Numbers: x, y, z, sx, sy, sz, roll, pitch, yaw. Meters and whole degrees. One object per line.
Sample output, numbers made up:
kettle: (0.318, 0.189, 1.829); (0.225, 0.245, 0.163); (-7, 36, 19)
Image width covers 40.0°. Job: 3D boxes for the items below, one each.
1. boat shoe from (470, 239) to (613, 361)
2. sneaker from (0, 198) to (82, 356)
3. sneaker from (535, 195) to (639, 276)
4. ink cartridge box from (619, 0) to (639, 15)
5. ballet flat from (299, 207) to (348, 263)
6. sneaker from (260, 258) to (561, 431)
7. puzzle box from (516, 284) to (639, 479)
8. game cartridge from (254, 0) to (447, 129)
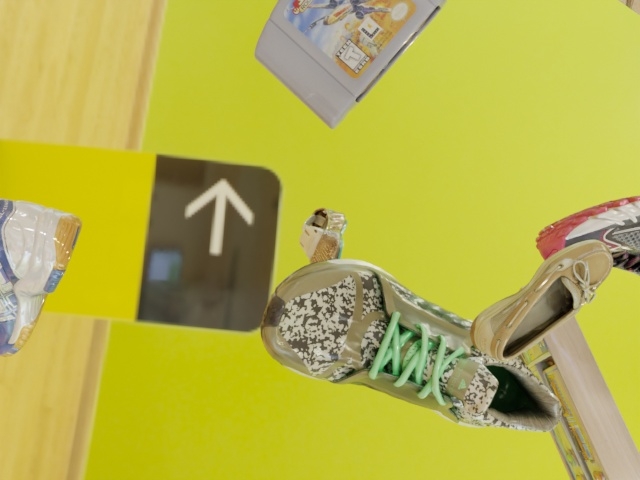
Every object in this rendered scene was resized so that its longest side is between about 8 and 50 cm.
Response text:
boat shoe: (0.205, 0.055, 0.778); (0.056, 0.153, 0.048); (65, -13, -23)
sneaker: (-0.395, 0.038, 1.088); (0.296, 0.131, 0.112); (-51, -154, 43)
sneaker: (0.370, 0.011, 0.951); (0.121, 0.299, 0.112); (157, -69, -64)
ink cartridge box: (0.154, -0.129, 0.395); (0.083, 0.028, 0.048); (-112, -162, -52)
ballet flat: (0.000, 0.000, 1.347); (0.206, 0.067, 0.073); (-79, -166, -74)
sneaker: (0.127, 0.134, 1.026); (0.182, 0.410, 0.158); (18, -92, 61)
puzzle box: (0.366, 0.263, 1.225); (0.272, 0.052, 0.409); (73, -5, -75)
game cartridge: (0.046, -0.341, 1.321); (0.297, 0.198, 0.062); (-48, 176, 10)
